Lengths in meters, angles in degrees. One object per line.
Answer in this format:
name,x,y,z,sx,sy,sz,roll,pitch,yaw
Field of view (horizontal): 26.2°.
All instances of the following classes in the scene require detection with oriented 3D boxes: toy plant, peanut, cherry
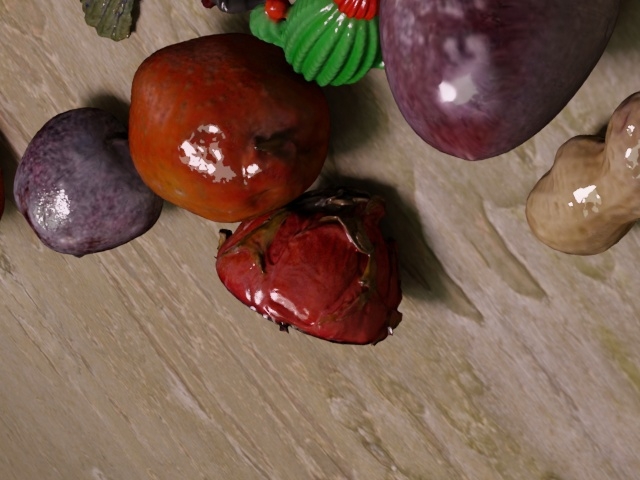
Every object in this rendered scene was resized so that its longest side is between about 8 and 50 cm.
toy plant,0.033,-0.205,1.322,0.155,0.088,0.240,25,163,-31
peanut,0.264,-0.057,1.236,0.104,0.086,0.228,51,145,2
cherry,0.146,-0.187,1.145,0.184,0.266,0.213,18,153,-19
cherry,-0.302,-0.073,1.774,0.195,0.195,0.195,30,142,27

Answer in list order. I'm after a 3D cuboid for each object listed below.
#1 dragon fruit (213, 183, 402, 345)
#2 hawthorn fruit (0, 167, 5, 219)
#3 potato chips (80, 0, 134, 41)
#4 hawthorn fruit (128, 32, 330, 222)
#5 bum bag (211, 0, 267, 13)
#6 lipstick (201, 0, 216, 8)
dragon fruit,0.004,0.002,1.530,0.224,0.218,0.148,-118,44,-60
hawthorn fruit,-0.601,-0.092,2.047,0.284,0.284,0.284,30,142,27
potato chips,-0.246,-0.304,1.625,0.092,0.028,0.207,43,148,7
hawthorn fruit,-0.088,-0.111,1.447,0.262,0.210,0.210,38,153,60
bum bag,-0.015,-0.315,1.301,0.326,0.079,0.142,-17,118,42
lipstick,-0.089,-0.292,1.457,0.027,0.027,0.176,50,147,-2
